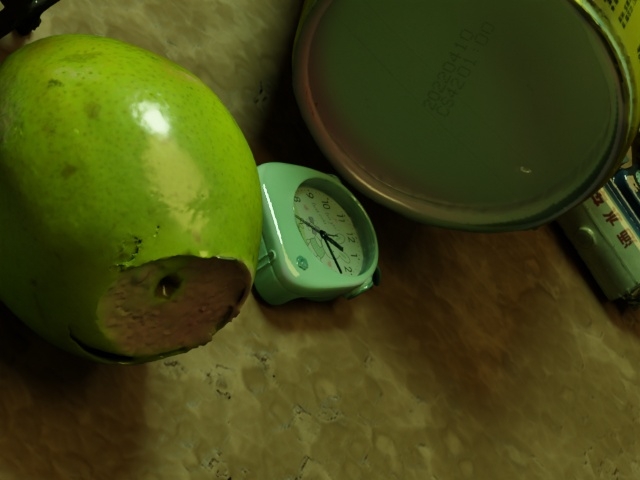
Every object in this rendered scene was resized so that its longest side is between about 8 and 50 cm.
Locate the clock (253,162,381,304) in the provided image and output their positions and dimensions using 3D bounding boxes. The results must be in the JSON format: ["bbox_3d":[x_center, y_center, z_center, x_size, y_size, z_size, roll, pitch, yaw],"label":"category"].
[{"bbox_3d":[0.000,0.000,1.432,0.135,0.041,0.101,8,57,-46],"label":"clock"}]

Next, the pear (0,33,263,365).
[{"bbox_3d":[-0.133,-0.036,1.203,0.187,0.187,0.220,7,45,-45],"label":"pear"}]

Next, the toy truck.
[{"bbox_3d":[0.230,-0.035,1.691,0.088,0.074,0.202,-35,92,-44],"label":"toy truck"}]

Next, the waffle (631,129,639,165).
[{"bbox_3d":[0.312,-0.049,1.721,0.102,0.042,0.148,51,-10,28],"label":"waffle"}]

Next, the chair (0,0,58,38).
[{"bbox_3d":[-0.177,-0.204,1.233,0.106,0.229,0.113,52,40,-7],"label":"chair"}]

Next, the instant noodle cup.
[{"bbox_3d":[0.130,-0.176,1.469,0.325,0.325,0.254,43,39,-17],"label":"instant noodle cup"}]
